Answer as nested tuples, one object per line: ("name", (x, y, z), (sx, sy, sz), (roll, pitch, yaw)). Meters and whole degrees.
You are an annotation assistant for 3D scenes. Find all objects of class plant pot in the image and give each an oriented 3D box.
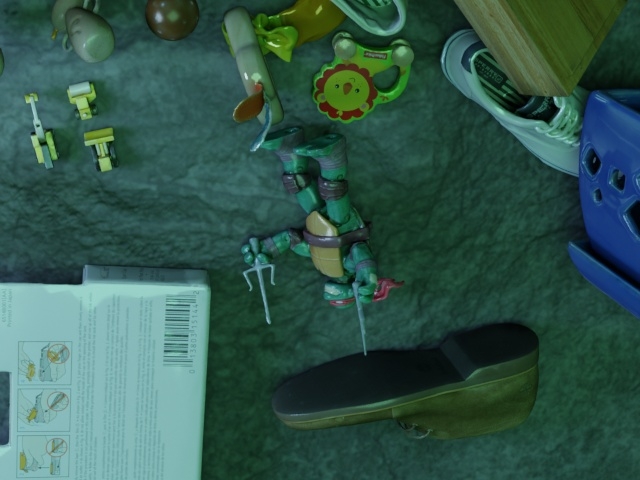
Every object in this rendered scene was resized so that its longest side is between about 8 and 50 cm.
("plant pot", (0.408, -0.020, 1.573), (0.236, 0.236, 0.212), (-4, 118, -32))

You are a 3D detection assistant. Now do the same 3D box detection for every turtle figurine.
("turtle figurine", (0.000, 0.000, 1.614), (0.175, 0.118, 0.234), (2, 112, 35))

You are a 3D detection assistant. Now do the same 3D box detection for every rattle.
("rattle", (-0.024, -0.171, 1.502), (0.143, 0.199, 0.130), (-4, 109, -6))

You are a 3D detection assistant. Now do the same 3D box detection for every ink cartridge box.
("ink cartridge box", (-0.257, 0.174, 1.659), (0.261, 0.066, 0.296), (2, 108, -8))

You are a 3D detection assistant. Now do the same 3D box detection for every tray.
("tray", (0.167, -0.347, 1.428), (0.411, 0.076, 0.203), (48, 66, -36))

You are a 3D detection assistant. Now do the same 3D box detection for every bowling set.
("bowling set", (-0.233, -0.255, 1.498), (0.200, 0.154, 0.287), (28, 102, -34))

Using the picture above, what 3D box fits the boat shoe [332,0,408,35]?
("boat shoe", (-0.007, -0.314, 1.465), (0.109, 0.094, 0.302), (-36, 129, 26))

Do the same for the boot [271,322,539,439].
("boot", (0.100, 0.185, 1.695), (0.305, 0.112, 0.115), (-10, 120, -6))

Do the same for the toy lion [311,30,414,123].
("toy lion", (0.042, -0.170, 1.604), (0.100, 0.034, 0.096), (5, 115, -10))

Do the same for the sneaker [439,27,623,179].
("sneaker", (0.239, -0.133, 1.608), (0.258, 0.091, 0.094), (28, 103, -16))

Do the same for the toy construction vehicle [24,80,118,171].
("toy construction vehicle", (-0.260, -0.112, 1.578), (0.086, 0.035, 0.098), (-10, 109, -4))
